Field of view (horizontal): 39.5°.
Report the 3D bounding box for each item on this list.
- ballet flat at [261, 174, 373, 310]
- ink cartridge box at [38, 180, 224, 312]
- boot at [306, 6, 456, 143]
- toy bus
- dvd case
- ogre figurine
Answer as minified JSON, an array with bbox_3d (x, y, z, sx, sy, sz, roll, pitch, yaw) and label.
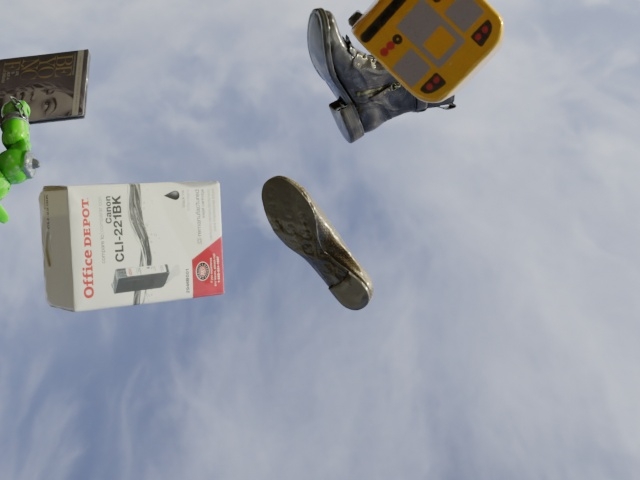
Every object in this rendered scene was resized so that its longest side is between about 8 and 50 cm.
[{"bbox_3d":[0.000,0.000,1.380,0.084,0.250,0.058,-34,-170,32],"label":"ballet flat"},{"bbox_3d":[-0.305,0.003,1.459,0.272,0.197,0.114,-5,-175,-36],"label":"ink cartridge box"},{"bbox_3d":[0.111,-0.307,1.512,0.229,0.263,0.091,-26,-148,-8],"label":"boot"},{"bbox_3d":[0.121,-0.225,0.942,0.108,0.130,0.332,-47,179,16],"label":"toy bus"},{"bbox_3d":[-0.558,-0.292,1.718,0.221,0.018,0.165,-6,-120,3],"label":"dvd case"},{"bbox_3d":[-0.402,-0.078,1.023,0.197,0.097,0.118,-27,-129,-30],"label":"ogre figurine"}]
